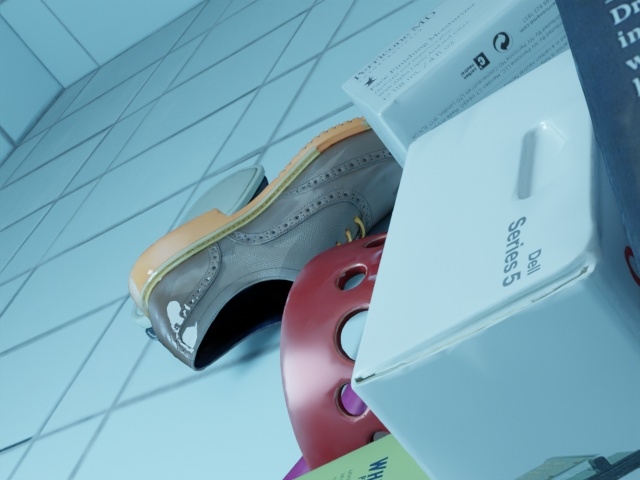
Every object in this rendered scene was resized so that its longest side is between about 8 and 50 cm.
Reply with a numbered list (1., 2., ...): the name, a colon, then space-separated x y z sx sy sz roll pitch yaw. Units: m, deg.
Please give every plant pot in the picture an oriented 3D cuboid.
1. plant pot: 0.097 0.074 0.818 0.174 0.191 0.191 -19 28 29

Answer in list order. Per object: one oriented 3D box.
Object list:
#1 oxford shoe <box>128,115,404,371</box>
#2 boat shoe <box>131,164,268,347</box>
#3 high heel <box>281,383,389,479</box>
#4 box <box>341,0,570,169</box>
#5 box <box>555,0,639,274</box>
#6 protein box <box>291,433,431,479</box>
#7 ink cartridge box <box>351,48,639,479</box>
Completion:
1. oxford shoe: 0.000 0.000 1.278 0.364 0.130 0.132 -34 53 -3
2. boat shoe: -0.112 0.019 1.432 0.095 0.079 0.254 -20 31 37
3. high heel: 0.009 0.150 0.957 0.117 0.082 0.244 -12 45 33
4. box: 0.148 -0.107 1.099 0.181 0.182 0.119 -40 21 -1
5. box: 0.245 -0.064 0.517 0.212 0.293 0.395 -28 45 24
6. protein box: 0.023 0.227 0.694 0.201 0.136 0.200 -30 22 26
7. ink cartridge box: 0.147 0.074 0.602 0.115 0.273 0.198 -29 23 26
